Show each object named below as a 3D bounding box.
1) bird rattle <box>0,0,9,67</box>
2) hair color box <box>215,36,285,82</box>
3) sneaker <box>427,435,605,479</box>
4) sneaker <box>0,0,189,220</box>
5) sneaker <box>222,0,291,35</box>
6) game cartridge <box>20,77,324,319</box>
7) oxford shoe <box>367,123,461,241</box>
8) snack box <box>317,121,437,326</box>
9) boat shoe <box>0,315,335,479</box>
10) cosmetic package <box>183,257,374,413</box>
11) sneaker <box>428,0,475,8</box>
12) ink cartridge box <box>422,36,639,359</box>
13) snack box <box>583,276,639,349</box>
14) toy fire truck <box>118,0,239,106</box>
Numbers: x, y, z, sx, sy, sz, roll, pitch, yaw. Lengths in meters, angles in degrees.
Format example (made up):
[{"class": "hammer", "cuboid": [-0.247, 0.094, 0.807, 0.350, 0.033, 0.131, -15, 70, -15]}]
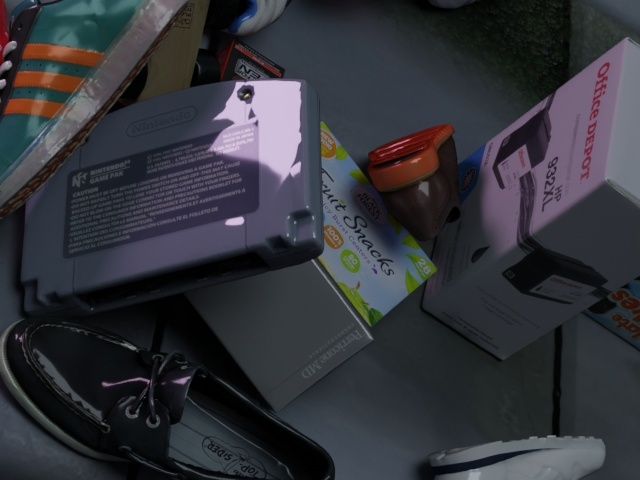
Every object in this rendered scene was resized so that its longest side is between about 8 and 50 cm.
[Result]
[{"class": "bird rattle", "cuboid": [-0.390, -0.138, 1.591, 0.253, 0.143, 0.206, 14, 67, -47]}, {"class": "hair color box", "cuboid": [-0.090, -0.143, 1.853, 0.072, 0.043, 0.141, 31, 49, -20]}, {"class": "sneaker", "cuboid": [0.211, 0.256, 1.827, 0.235, 0.090, 0.094, -4, 79, -36]}, {"class": "sneaker", "cuboid": [-0.257, -0.145, 1.594, 0.121, 0.108, 0.302, 39, 76, -2]}, {"class": "sneaker", "cuboid": [-0.151, -0.364, 1.878, 0.323, 0.130, 0.236, 44, 39, -17]}, {"class": "game cartridge", "cuboid": [-0.136, -0.045, 1.601, 0.062, 0.297, 0.198, 53, 31, -49]}, {"class": "oxford shoe", "cuboid": [0.108, -0.063, 1.891, 0.271, 0.097, 0.098, -50, 120, -72]}, {"class": "snack box", "cuboid": [0.000, 0.000, 1.816, 0.207, 0.070, 0.174, 54, 44, 0]}, {"class": "boat shoe", "cuboid": [-0.131, 0.158, 1.582, 0.340, 0.113, 0.127, 37, 47, -14]}, {"class": "cosmetic package", "cuboid": [-0.064, 0.039, 1.685, 0.238, 0.127, 0.107, 51, 1, 4]}, {"class": "sneaker", "cuboid": [0.102, -0.407, 2.100, 0.366, 0.137, 0.210, -2, 54, -53]}, {"class": "ink cartridge box", "cuboid": [0.266, -0.042, 1.884, 0.129, 0.307, 0.223, 33, 47, -19]}, {"class": "snack box", "cuboid": [0.425, 0.062, 2.032, 0.322, 0.187, 0.060, 32, 48, -18]}, {"class": "toy fire truck", "cuboid": [-0.214, -0.268, 1.763, 0.159, 0.217, 0.246, 0, 22, -37]}]
